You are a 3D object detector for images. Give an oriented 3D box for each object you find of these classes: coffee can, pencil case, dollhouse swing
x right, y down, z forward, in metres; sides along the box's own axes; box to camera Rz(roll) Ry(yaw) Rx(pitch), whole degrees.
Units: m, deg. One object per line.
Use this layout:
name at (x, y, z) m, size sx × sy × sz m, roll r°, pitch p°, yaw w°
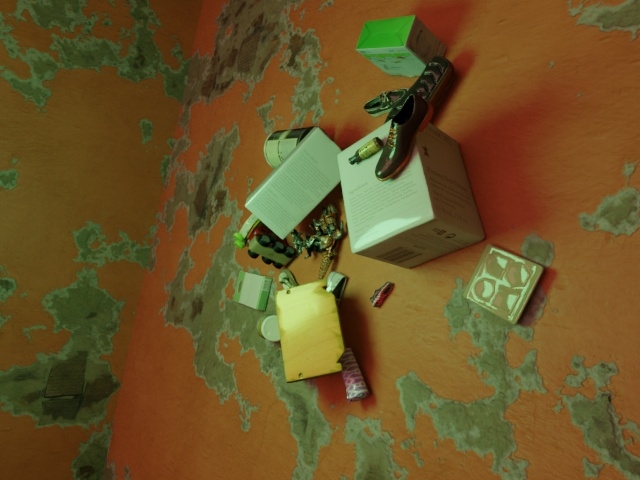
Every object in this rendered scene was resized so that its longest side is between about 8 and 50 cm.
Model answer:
coffee can at (-0.114, -0.438, 2.129) m, size 0.275 × 0.202 × 0.201 m, roll 10°, pitch 86°, yaw 47°
pencil case at (0.115, 0.517, 1.696) m, size 0.088 × 0.086 × 0.206 m, roll -19°, pitch 53°, yaw -3°
dollhouse swing at (-0.029, 0.383, 1.802) m, size 0.315 × 0.305 × 0.346 m, roll -16°, pitch 68°, yaw 15°

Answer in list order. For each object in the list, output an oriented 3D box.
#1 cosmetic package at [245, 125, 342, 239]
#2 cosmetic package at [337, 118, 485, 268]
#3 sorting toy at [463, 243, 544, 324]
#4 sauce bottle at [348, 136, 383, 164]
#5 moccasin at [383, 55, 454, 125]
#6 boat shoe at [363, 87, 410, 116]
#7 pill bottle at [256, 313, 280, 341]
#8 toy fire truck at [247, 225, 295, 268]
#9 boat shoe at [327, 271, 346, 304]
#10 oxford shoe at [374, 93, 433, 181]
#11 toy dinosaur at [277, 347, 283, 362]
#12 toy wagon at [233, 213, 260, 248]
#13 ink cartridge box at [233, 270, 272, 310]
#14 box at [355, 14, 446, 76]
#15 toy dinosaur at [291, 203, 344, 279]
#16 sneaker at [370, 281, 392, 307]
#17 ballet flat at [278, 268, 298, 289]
cosmetic package at (-0.093, -0.252, 1.926) m, size 0.453 × 0.230 × 0.161 m, roll -44°, pitch 16°, yaw 8°
cosmetic package at (0.299, -0.156, 1.520) m, size 0.327 × 0.329 × 0.393 m, roll -27°, pitch 61°, yaw 39°
sorting toy at (0.566, 0.132, 1.378) m, size 0.208 × 0.038 × 0.193 m, roll 33°, pitch 103°, yaw 51°
sauce bottle at (0.146, -0.290, 1.448) m, size 0.128 × 0.042 × 0.042 m, roll -34°, pitch 56°, yaw 37°
moccasin at (0.373, -0.515, 1.701) m, size 0.139 × 0.147 × 0.380 m, roll 37°, pitch 103°, yaw 30°
boat shoe at (0.278, -0.583, 1.856) m, size 0.219 × 0.070 × 0.077 m, roll -16°, pitch 68°, yaw 43°
pill bottle at (-0.231, 0.400, 2.033) m, size 0.208 × 0.118 × 0.117 m, roll 157°, pitch 121°, yaw -71°
toy fire truck at (-0.233, -0.021, 2.142) m, size 0.158 × 0.217 × 0.246 m, roll -47°, pitch 35°, yaw 27°
boat shoe at (0.045, 0.242, 1.853) m, size 0.076 × 0.083 × 0.226 m, roll 14°, pitch 88°, yaw 49°
oxford shoe at (0.228, -0.309, 1.328) m, size 0.097 × 0.098 × 0.271 m, roll 38°, pitch 104°, yaw 44°
toy dinosaur at (-0.148, 0.498, 2.021) m, size 0.093 × 0.053 × 0.183 m, roll -38°, pitch 54°, yaw 12°
toy wagon at (-0.334, -0.072, 2.264) m, size 0.267 × 0.068 × 0.344 m, roll -52°, pitch -4°, yaw -20°
ink cartridge box at (-0.354, 0.256, 2.290) m, size 0.235 × 0.056 × 0.171 m, roll 7°, pitch 83°, yaw 50°
box at (0.316, -0.756, 1.747) m, size 0.262 × 0.231 × 0.126 m, roll 23°, pitch 95°, yaw 48°
toy dinosaur at (0.000, 0.000, 1.935) m, size 0.218 × 0.164 × 0.321 m, roll -7°, pitch 51°, yaw 29°
sneaker at (0.230, 0.199, 1.706) m, size 0.119 × 0.047 × 0.057 m, roll -56°, pitch 34°, yaw 18°
ballet flat at (-0.157, 0.198, 2.090) m, size 0.206 × 0.067 × 0.073 m, roll 46°, pitch 113°, yaw 44°
